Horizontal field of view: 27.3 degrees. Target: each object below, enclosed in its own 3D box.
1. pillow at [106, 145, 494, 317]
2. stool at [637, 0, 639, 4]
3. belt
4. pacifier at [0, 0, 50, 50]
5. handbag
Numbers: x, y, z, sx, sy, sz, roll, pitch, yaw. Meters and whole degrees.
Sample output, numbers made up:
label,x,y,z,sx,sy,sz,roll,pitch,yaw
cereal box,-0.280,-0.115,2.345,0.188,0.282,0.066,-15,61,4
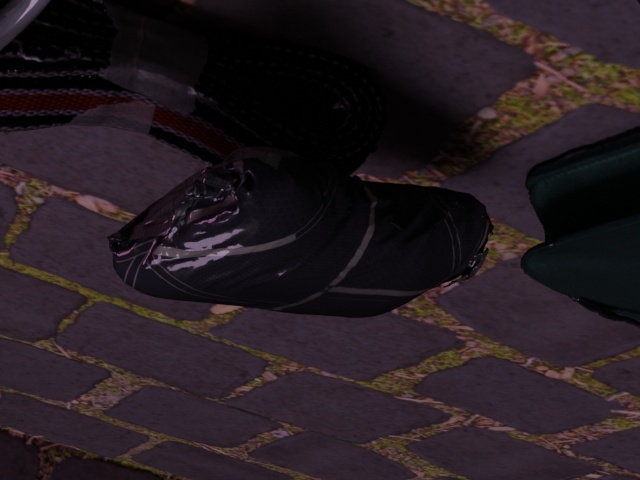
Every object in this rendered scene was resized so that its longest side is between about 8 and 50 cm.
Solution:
label,x,y,z,sx,sy,sz,roll,pitch,yaw
pillow,0.000,0.000,0.944,0.161,0.092,0.335,-22,160,34
stool,0.257,-0.130,0.734,0.217,0.125,0.121,18,159,8
belt,-0.127,-0.115,0.944,0.359,0.126,0.094,13,147,-18
pacifier,-0.272,-0.208,0.725,0.233,0.299,0.244,52,177,1
handbag,0.332,-0.009,1.009,0.238,0.089,0.326,24,153,-30
